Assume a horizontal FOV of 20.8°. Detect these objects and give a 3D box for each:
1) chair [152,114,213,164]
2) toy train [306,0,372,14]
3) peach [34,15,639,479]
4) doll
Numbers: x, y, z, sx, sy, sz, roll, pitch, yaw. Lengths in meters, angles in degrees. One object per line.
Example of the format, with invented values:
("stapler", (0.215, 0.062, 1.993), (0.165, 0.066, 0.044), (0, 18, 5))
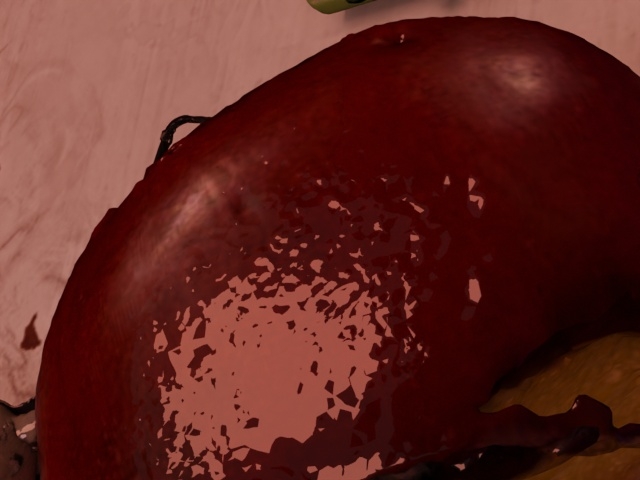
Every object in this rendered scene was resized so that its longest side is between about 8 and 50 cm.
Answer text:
("chair", (0.000, 0.000, 1.187), (0.221, 0.140, 0.145), (-2, 65, 35))
("toy train", (0.082, -0.254, 1.299), (0.253, 0.105, 0.157), (-12, 72, 36))
("peach", (0.033, 0.089, 0.953), (0.353, 0.339, 0.416), (18, 66, 27))
("doll", (-0.293, 0.167, 1.351), (0.192, 0.095, 0.149), (10, 50, 34))
